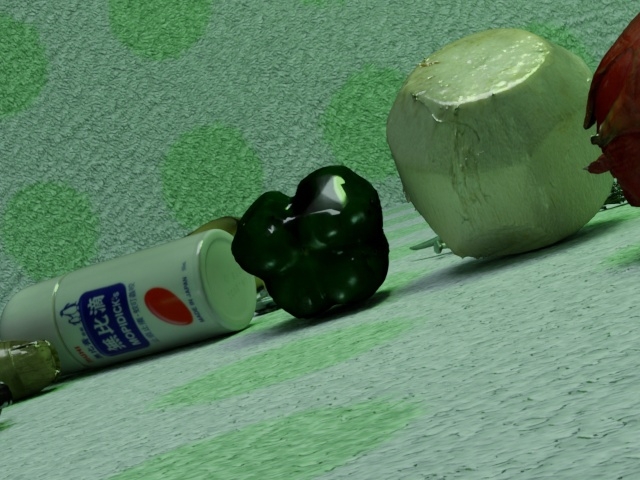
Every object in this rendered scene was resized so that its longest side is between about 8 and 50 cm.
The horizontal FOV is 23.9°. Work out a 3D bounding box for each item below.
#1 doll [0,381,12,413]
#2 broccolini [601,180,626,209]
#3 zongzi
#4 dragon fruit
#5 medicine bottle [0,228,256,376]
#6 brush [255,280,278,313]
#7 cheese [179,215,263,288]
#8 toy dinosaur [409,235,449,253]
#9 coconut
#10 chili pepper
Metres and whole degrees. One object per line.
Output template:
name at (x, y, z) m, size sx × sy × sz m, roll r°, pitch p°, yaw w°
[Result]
doll at (-0.373, 0.178, 1.543) m, size 0.091 × 0.067 × 0.219 m, roll -21°, pitch -3°, yaw 4°
broccolini at (0.329, -0.048, 1.909) m, size 0.140 × 0.035 × 0.030 m, roll -18°, pitch -1°, yaw 21°
zongzi at (-0.393, 0.163, 1.885) m, size 0.160 × 0.078 × 0.176 m, roll -12°, pitch 0°, yaw 1°
dragon fruit at (0.360, -0.125, 1.315) m, size 0.241 × 0.241 × 0.252 m, roll -20°, pitch 2°, yaw -40°
medicine bottle at (-0.254, 0.087, 1.892) m, size 0.341 × 0.130 × 0.130 m, roll -15°, pitch 4°, yaw 28°
brush at (-0.061, 0.053, 2.086) m, size 0.068 × 0.060 × 0.297 m, roll -15°, pitch 3°, yaw 5°
cheese at (-0.188, 0.049, 2.393) m, size 0.259 × 0.128 × 0.316 m, roll -25°, pitch -4°, yaw 8°
toy dinosaur at (0.196, -0.008, 1.970) m, size 0.106 × 0.044 × 0.187 m, roll -5°, pitch -14°, yaw -17°
coconut at (0.203, -0.096, 1.706) m, size 0.245 × 0.247 × 0.245 m, roll -14°, pitch 34°, yaw 10°
chili pepper at (0.000, 0.000, 1.733) m, size 0.174 × 0.165 × 0.261 m, roll -35°, pitch 5°, yaw 6°
